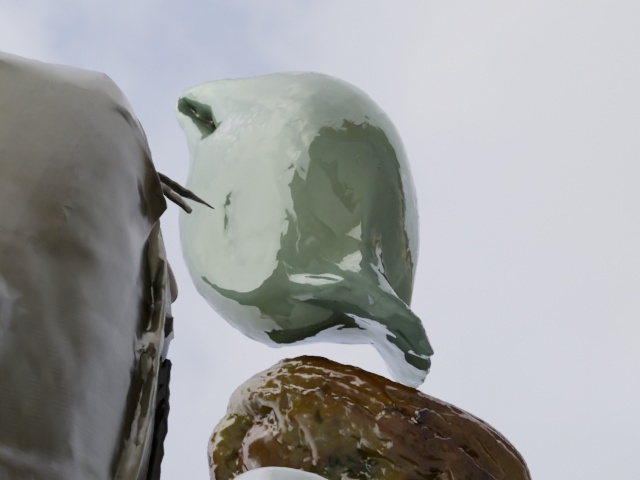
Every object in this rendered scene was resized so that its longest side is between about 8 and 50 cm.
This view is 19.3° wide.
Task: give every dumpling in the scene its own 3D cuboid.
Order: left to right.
[{"bbox_3d":[-0.023,-0.012,1.622,0.211,0.321,0.270,3,-32,-7],"label":"dumpling"}]

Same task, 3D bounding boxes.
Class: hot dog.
[{"bbox_3d":[0.030,0.199,1.530,0.196,0.272,0.122,-70,-15,9],"label":"hot dog"}]

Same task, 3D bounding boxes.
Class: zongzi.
[{"bbox_3d":[-0.167,0.014,0.659,0.467,0.218,0.500,93,-172,-62],"label":"zongzi"}]

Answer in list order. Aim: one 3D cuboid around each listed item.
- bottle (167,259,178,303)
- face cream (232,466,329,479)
[{"bbox_3d":[-0.135,0.036,1.123,0.096,0.045,0.045,-24,-53,-16],"label":"bottle"},{"bbox_3d":[-0.030,0.229,0.807,0.145,0.370,0.145,2,-52,2],"label":"face cream"}]
